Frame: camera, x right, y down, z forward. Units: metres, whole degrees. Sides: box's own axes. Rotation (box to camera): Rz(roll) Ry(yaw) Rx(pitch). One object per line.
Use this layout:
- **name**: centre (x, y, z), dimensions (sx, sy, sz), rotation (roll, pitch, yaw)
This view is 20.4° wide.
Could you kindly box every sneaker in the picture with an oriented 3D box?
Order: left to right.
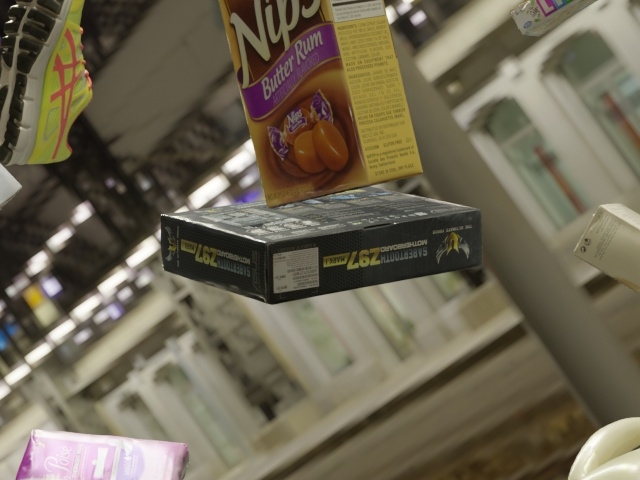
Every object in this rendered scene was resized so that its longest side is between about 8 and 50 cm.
- **sneaker**: centre (-0.264, -0.172, 1.770), dimensions (0.094, 0.081, 0.209), rotation (11, -79, -42)

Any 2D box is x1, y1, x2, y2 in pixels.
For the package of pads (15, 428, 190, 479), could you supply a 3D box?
- **package of pads**: centre (-0.108, 0.121, 0.879), dimensions (0.050, 0.083, 0.032), rotation (-86, 3, -55)

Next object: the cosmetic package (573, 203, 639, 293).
- **cosmetic package**: centre (0.237, 0.020, 1.216), dimensions (0.041, 0.115, 0.060), rotation (-62, -22, 13)

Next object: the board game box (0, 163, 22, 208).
- **board game box**: centre (-0.418, 0.079, 1.406), dimensions (0.318, 0.066, 0.318), rotation (-39, 6, 24)

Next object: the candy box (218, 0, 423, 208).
- **candy box**: centre (-0.006, -0.121, 1.142), dimensions (0.053, 0.187, 0.109), rotation (-13, 1, -39)

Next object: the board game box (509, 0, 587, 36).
- **board game box**: centre (0.240, -0.234, 1.713), dimensions (0.103, 0.026, 0.154), rotation (-30, -1, 13)

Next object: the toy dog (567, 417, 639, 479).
- **toy dog**: centre (0.446, 0.307, 1.611), dimensions (0.407, 0.285, 0.395), rotation (-8, 28, -6)

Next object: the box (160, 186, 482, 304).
- **box**: centre (0.000, 0.000, 1.594), dimensions (0.232, 0.059, 0.183), rotation (-9, 14, -34)
